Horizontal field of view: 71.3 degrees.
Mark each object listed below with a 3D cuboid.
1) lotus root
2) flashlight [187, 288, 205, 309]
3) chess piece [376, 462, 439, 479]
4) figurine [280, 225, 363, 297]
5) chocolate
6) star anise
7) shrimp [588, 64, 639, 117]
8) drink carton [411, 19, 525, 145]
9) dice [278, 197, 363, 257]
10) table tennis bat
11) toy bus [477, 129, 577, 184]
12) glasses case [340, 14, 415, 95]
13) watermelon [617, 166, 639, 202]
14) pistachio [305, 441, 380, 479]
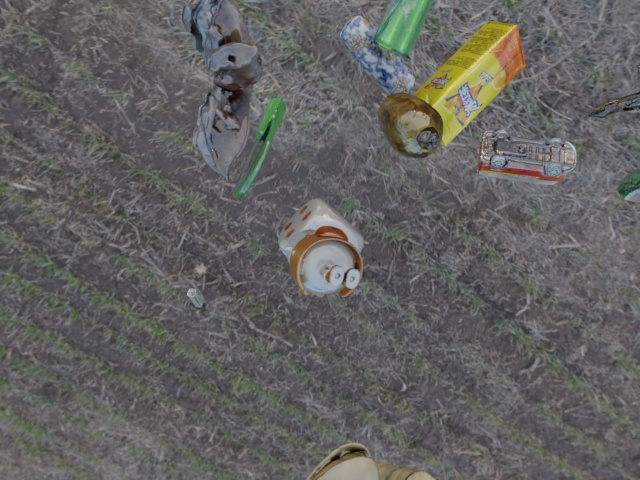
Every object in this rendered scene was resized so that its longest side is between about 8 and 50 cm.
[{"bbox_3d":[0.217,-0.276,1.072,0.128,0.260,0.145,-38,120,7],"label":"lotus root"},{"bbox_3d":[-0.283,0.135,1.021,0.019,0.018,0.083,8,151,5],"label":"flashlight"},{"bbox_3d":[0.151,0.608,1.107,0.137,0.137,0.301,43,150,-16],"label":"chess piece"},{"bbox_3d":[-0.008,0.044,0.898,0.144,0.271,0.143,1,87,-26],"label":"figurine"},{"bbox_3d":[0.231,-0.597,1.066,0.110,0.110,0.291,22,119,-7],"label":"chocolate"},{"bbox_3d":[-0.151,-0.250,0.688,0.111,0.198,0.257,-3,147,-16],"label":"star anise"},{"bbox_3d":[0.643,-0.307,0.913,0.148,0.035,0.195,14,164,-42],"label":"shrimp"},{"bbox_3d":[0.423,-0.456,1.294,0.351,0.111,0.154,-44,133,-4],"label":"drink carton"},{"bbox_3d":[0.000,0.000,1.334,0.194,0.193,0.192,42,95,-21],"label":"dice"},{"bbox_3d":[-0.114,-0.188,0.865,0.039,0.256,0.160,27,143,-17],"label":"table tennis bat"},{"bbox_3d":[0.396,-0.157,0.873,0.175,0.079,0.077,11,156,9],"label":"toy bus"},{"bbox_3d":[0.157,-0.494,1.217,0.248,0.065,0.087,38,99,-24],"label":"glasses case"},{"bbox_3d":[0.722,-0.128,1.000,0.072,0.084,0.092,21,130,-16],"label":"watermelon"},{"bbox_3d":[0.028,0.487,0.840,0.136,0.136,0.225,34,93,-12],"label":"pistachio"}]
